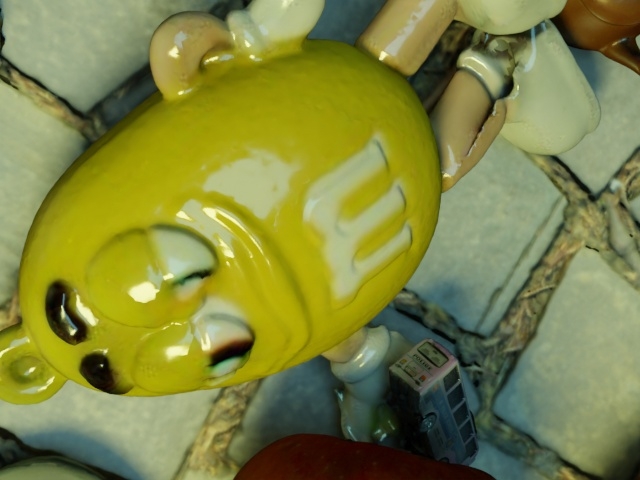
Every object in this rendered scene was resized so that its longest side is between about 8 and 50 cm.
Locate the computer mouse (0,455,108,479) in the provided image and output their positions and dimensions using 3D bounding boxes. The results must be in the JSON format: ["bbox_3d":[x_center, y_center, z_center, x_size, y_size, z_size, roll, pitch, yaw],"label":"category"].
[{"bbox_3d":[-0.151,0.302,0.823,0.197,0.095,0.331,-38,104,-14],"label":"computer mouse"}]

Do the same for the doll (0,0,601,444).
[{"bbox_3d":[0.013,-0.034,0.810,0.348,0.161,0.423,25,96,-33],"label":"doll"}]

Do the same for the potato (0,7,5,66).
[{"bbox_3d":[-0.278,-0.129,0.733,0.182,0.117,0.202,2,94,-19],"label":"potato"}]

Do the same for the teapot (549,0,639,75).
[{"bbox_3d":[0.202,-0.196,0.866,0.116,0.116,0.173,-17,99,-14],"label":"teapot"}]

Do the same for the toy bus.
[{"bbox_3d":[0.081,0.123,0.866,0.052,0.037,0.131,-40,141,-18],"label":"toy bus"}]

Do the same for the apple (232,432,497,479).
[{"bbox_3d":[0.030,0.238,0.787,0.229,0.230,0.230,-2,96,-16],"label":"apple"}]

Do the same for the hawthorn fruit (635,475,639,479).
[{"bbox_3d":[0.325,0.282,0.863,0.315,0.316,0.316,-2,96,-16],"label":"hawthorn fruit"}]
